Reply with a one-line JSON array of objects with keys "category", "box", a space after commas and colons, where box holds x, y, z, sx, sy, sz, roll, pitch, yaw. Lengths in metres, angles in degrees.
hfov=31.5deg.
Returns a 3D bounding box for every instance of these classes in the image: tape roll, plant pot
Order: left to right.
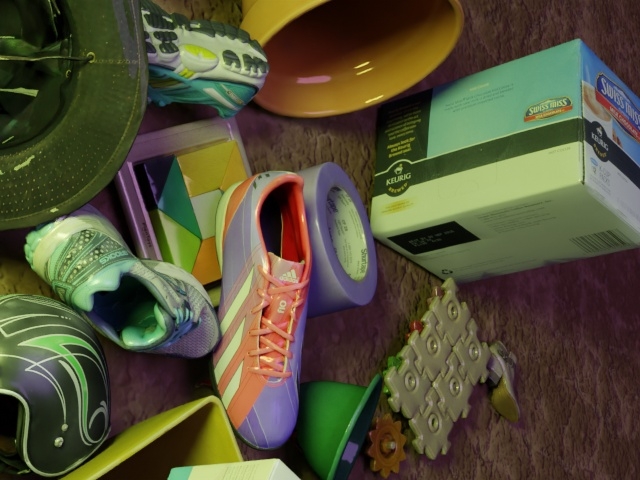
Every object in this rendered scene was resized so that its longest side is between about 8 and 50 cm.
[{"category": "plant pot", "box": [-0.192, 0.291, 1.071, 0.212, 0.187, 0.212, -30, 104, -52]}, {"category": "tape roll", "box": [0.000, 0.000, 1.452, 0.189, 0.080, 0.189, 50, 32, -47]}, {"category": "plant pot", "box": [0.017, -0.321, 1.471, 0.291, 0.291, 0.203, 10, 56, -50]}]

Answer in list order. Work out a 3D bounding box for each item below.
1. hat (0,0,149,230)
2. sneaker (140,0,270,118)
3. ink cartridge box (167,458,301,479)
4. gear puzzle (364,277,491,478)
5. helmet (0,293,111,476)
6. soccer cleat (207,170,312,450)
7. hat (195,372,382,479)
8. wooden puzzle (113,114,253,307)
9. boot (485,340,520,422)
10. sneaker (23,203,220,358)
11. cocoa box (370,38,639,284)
[{"category": "hat", "box": [-0.316, -0.177, 1.084, 0.332, 0.134, 0.331, -1, 97, -10]}, {"category": "sneaker", "box": [-0.190, -0.198, 1.288, 0.275, 0.110, 0.107, 13, 40, -31]}, {"category": "ink cartridge box", "box": [-0.064, 0.251, 0.972, 0.092, 0.143, 0.089, 48, 46, -32]}, {"category": "gear puzzle", "box": [0.146, 0.218, 1.648, 0.339, 0.044, 0.175, -52, 121, -42]}, {"category": "helmet", "box": [-0.278, 0.127, 1.037, 0.169, 0.169, 0.161, -38, 114, -50]}, {"category": "soccer cleat", "box": [-0.059, 0.076, 1.287, 0.109, 0.116, 0.318, 6, 75, -31]}, {"category": "hat", "box": [-0.036, 0.210, 1.431, 0.208, 0.184, 0.173, 97, 18, -50]}, {"category": "wooden puzzle", "box": [-0.139, -0.032, 1.354, 0.239, 0.044, 0.220, -23, 97, -52]}, {"category": "boot", "box": [0.300, 0.223, 1.837, 0.118, 0.042, 0.087, 59, 39, -23]}, {"category": "sneaker", "box": [-0.184, 0.077, 1.153, 0.122, 0.110, 0.283, 47, 4, 37]}, {"category": "cocoa box", "box": [0.278, -0.102, 1.656, 0.231, 0.347, 0.227, 30, 56, -43]}]
